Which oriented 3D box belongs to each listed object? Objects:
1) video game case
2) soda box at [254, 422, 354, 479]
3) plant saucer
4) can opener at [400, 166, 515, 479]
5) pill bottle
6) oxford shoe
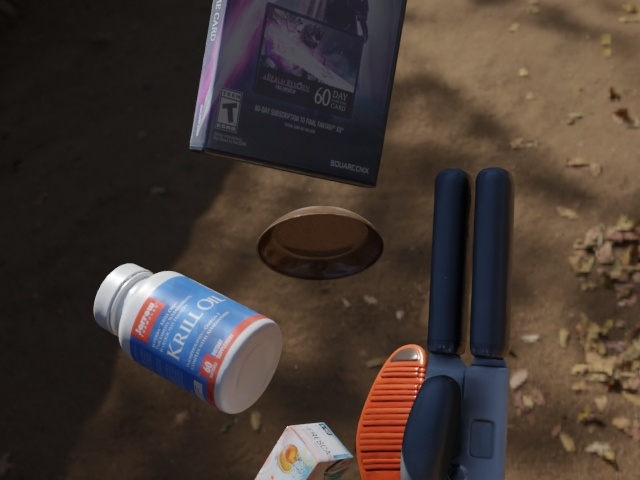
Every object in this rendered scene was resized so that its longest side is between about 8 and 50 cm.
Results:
[{"bbox_3d":[-0.004,-0.193,0.778,0.196,0.274,0.026,8,2,-44],"label":"video game case"},{"bbox_3d":[-0.041,0.285,1.015,0.063,0.183,0.058,6,31,-48],"label":"soda box"},{"bbox_3d":[0.000,0.000,1.443,0.198,0.198,0.036,-7,57,9],"label":"plant saucer"},{"bbox_3d":[0.121,0.075,0.779,0.074,0.093,0.280,2,82,25],"label":"can opener"},{"bbox_3d":[-0.168,0.112,1.150,0.221,0.124,0.124,23,54,25],"label":"pill bottle"},{"bbox_3d":[0.103,0.254,1.041,0.097,0.098,0.271,-7,71,51],"label":"oxford shoe"}]
